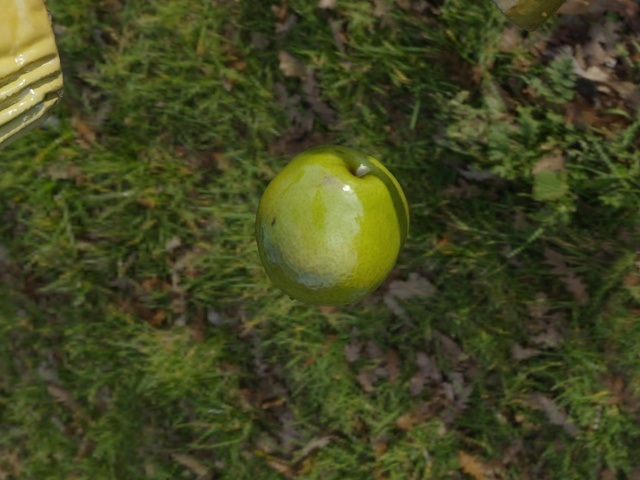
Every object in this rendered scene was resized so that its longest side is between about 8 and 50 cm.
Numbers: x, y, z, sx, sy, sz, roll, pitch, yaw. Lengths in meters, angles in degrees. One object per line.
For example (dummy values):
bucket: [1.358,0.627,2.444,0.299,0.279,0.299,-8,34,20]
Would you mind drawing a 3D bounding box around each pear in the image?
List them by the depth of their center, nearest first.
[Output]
pear: [0.000,0.000,1.176,0.166,0.180,0.216,27,126,-12]

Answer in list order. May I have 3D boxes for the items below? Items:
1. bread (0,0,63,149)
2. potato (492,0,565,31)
bread: [-0.239,-0.172,0.569,0.152,0.119,0.288,20,132,52]
potato: [0.217,-0.332,1.066,0.158,0.178,0.204,-29,51,34]
